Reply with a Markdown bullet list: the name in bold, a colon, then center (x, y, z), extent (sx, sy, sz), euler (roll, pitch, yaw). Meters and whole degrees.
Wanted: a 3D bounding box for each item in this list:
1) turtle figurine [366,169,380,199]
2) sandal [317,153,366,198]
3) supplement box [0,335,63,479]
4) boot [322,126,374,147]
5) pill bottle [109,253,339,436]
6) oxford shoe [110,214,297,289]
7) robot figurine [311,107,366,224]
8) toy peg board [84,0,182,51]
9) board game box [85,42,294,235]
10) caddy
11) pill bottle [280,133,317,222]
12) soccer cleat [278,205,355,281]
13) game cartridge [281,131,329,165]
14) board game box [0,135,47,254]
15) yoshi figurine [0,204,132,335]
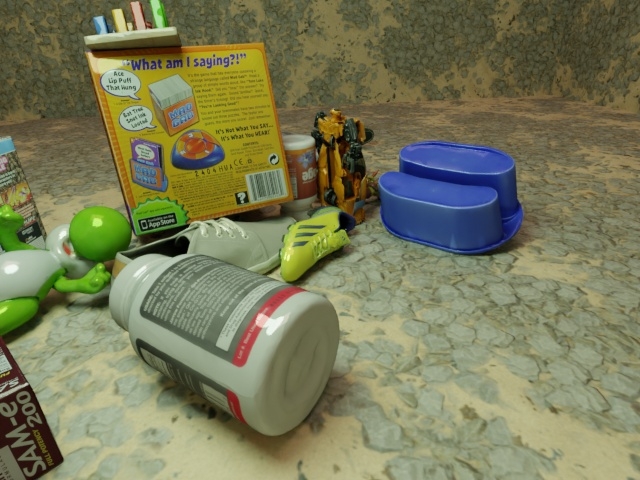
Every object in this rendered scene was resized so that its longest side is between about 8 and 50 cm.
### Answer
- **turtle figurine**: center (0.167, -0.156, 1.205), extent (0.217, 0.087, 0.269), euler (-23, 13, -29)
- **sandal**: center (0.054, -0.221, 1.320), extent (0.086, 0.120, 0.302), euler (2, 23, 42)
- **supplement box**: center (-0.417, 0.185, 0.512), extent (0.239, 0.130, 0.073), euler (22, 35, 38)
- **boot**: center (0.128, -0.404, 1.711), extent (0.236, 0.085, 0.179), euler (-12, 29, -4)
- **pill bottle**: center (-0.148, 0.118, 0.573), extent (0.318, 0.177, 0.176), euler (15, 31, 31)
- **oxford shoe**: center (-0.210, 0.015, 0.845), extent (0.169, 0.130, 0.449), euler (17, 30, 39)
- **robot figurine**: center (0.052, -0.195, 1.059), extent (0.085, 0.291, 0.211), euler (-16, 30, -26)
- **toy peg board**: center (-0.365, -0.413, 0.807), extent (0.160, 0.079, 0.161), euler (-12, 12, -11)
- **board game box**: center (-0.322, -0.236, 1.006), extent (0.356, 0.357, 0.356), euler (-15, 12, -24)
- **caddy**: center (0.300, -0.096, 0.979), extent (0.341, 0.179, 0.241), euler (18, 57, 35)
- **pill bottle**: center (-0.069, -0.164, 1.090), extent (0.121, 0.216, 0.121), euler (-2, 27, 1)
- **soccer cleat**: center (0.000, -0.001, 0.900), extent (0.121, 0.094, 0.289), euler (14, 30, 16)
- **game cartridge**: center (-0.031, -0.320, 1.449), extent (0.195, 0.060, 0.294), euler (25, 16, 18)
- **board game box**: center (-0.695, -0.032, 0.791), extent (0.140, 0.291, 0.232), euler (0, 26, 5)
- **yoshi figurine**: center (-0.493, 0.034, 0.742), extent (0.202, 0.204, 0.362), euler (12, 32, 21)
